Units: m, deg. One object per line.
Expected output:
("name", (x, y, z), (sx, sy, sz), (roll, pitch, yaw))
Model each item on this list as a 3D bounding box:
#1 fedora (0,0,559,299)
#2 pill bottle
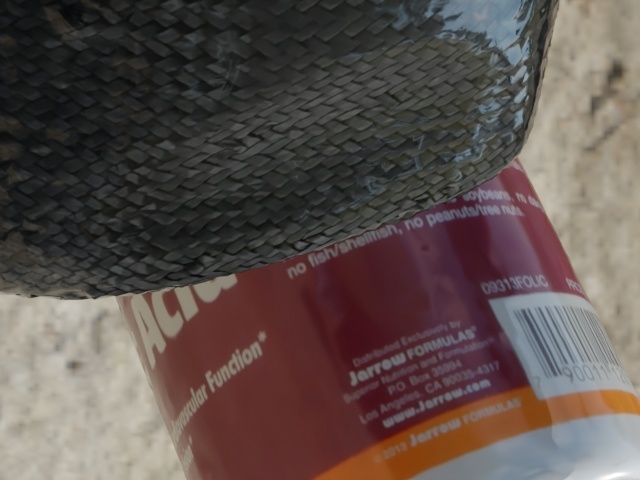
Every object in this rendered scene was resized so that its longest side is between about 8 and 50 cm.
("fedora", (-0.055, -0.084, 0.487), (0.334, 0.334, 0.152), (-36, 135, -46))
("pill bottle", (0.000, 0.000, 0.986), (0.224, 0.224, 0.392), (8, 51, -52))
